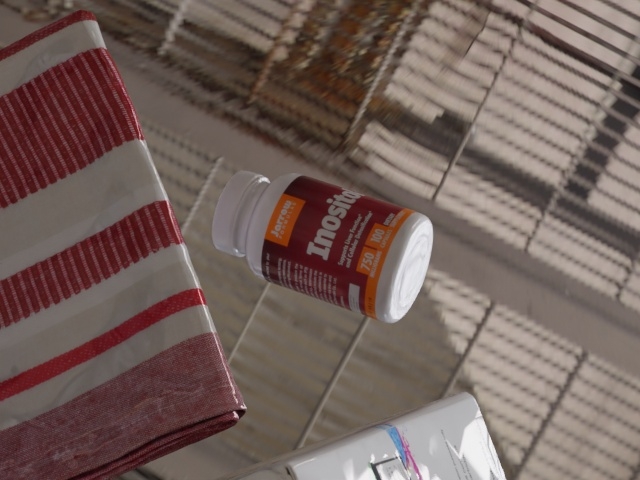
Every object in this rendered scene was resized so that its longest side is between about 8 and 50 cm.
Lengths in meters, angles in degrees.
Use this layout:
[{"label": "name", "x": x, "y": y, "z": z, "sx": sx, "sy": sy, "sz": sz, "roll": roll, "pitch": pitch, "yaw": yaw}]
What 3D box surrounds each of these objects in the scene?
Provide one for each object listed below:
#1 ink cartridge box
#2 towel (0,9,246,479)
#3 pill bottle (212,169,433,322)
[{"label": "ink cartridge box", "x": -0.017, "y": 0.204, "z": 1.173, "sx": 0.201, "sy": 0.278, "sz": 0.117, "roll": -23, "pitch": -97, "yaw": 28}, {"label": "towel", "x": -0.211, "y": 0.021, "z": 1.191, "sx": 0.237, "sy": 0.037, "sz": 0.329, "roll": -25, "pitch": -112, "yaw": 6}, {"label": "pill bottle", "x": 0.000, "y": 0.000, "z": 1.292, "sx": 0.152, "sy": 0.086, "sz": 0.086, "roll": 18, "pitch": -80, "yaw": 18}]
